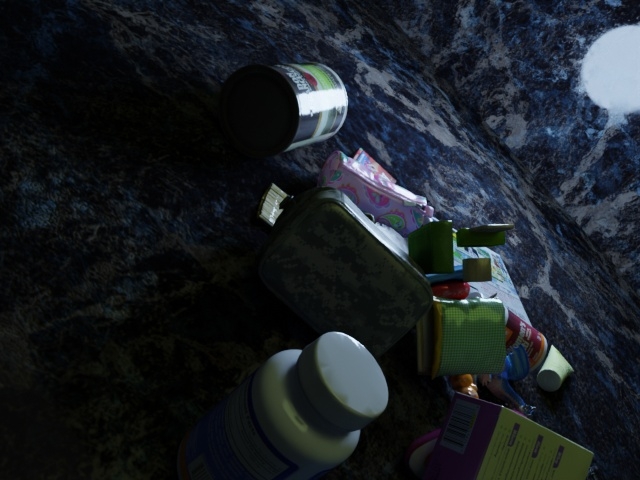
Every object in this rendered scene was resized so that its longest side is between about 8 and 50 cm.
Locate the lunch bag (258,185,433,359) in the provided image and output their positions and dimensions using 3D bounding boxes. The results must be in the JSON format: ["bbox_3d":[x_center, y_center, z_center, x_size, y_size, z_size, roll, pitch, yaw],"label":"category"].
[{"bbox_3d":[0.043,0.047,1.232,0.305,0.212,0.256,42,12,-13],"label":"lunch bag"}]

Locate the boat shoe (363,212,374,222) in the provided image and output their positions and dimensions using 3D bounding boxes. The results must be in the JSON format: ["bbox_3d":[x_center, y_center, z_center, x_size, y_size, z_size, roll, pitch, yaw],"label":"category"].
[{"bbox_3d":[0.097,-0.031,1.511,0.068,0.072,0.190,41,16,-2],"label":"boat shoe"}]

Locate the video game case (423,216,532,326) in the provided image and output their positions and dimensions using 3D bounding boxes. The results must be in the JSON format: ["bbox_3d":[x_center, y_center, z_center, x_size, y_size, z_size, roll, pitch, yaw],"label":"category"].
[{"bbox_3d":[0.443,0.097,1.863,0.329,0.036,0.300,26,35,-30],"label":"video game case"}]

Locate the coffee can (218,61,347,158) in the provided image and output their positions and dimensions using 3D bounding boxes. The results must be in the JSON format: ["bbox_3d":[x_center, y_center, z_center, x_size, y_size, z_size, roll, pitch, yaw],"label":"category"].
[{"bbox_3d":[-0.080,-0.311,1.529,0.201,0.201,0.275,48,29,5],"label":"coffee can"}]

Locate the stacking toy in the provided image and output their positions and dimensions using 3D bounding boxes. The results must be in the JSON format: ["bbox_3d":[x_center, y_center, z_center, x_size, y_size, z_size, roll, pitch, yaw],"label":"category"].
[{"bbox_3d":[0.271,0.216,1.400,0.166,0.175,0.301,-13,75,-9],"label":"stacking toy"}]

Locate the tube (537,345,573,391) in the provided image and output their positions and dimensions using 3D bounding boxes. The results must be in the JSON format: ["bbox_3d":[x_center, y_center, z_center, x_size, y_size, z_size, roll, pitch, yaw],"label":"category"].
[{"bbox_3d":[0.642,0.347,1.785,0.240,0.062,0.070,-8,99,-61],"label":"tube"}]

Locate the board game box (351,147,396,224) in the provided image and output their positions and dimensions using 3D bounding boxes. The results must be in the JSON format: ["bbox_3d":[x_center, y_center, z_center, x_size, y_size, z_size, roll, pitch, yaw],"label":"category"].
[{"bbox_3d":[0.125,-0.152,1.775,0.145,0.027,0.281,43,29,-8],"label":"board game box"}]

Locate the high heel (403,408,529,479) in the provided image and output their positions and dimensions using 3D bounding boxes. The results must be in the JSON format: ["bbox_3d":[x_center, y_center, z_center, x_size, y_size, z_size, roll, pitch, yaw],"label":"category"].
[{"bbox_3d":[0.276,0.389,1.262,0.377,0.127,0.181,12,2,-31],"label":"high heel"}]

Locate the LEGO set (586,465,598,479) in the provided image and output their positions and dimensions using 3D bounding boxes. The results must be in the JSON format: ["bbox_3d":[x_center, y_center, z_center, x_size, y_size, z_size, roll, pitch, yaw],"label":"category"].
[{"bbox_3d":[0.521,0.564,1.210,0.255,0.192,0.331,1,51,-52],"label":"LEGO set"}]

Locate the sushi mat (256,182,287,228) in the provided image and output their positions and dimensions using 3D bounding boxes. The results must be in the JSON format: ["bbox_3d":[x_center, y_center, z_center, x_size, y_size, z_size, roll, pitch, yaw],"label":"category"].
[{"bbox_3d":[0.000,0.000,1.429,0.316,0.019,0.151,37,31,-16],"label":"sushi mat"}]

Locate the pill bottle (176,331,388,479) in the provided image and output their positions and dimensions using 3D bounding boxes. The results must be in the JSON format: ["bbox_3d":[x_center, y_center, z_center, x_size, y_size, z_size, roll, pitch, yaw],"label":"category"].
[{"bbox_3d":[-0.047,0.231,0.814,0.152,0.272,0.152,33,31,-23],"label":"pill bottle"}]

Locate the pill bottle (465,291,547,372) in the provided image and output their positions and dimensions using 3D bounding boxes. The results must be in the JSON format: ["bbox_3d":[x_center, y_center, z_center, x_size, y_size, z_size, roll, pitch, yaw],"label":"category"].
[{"bbox_3d":[0.437,0.225,1.603,0.221,0.121,0.121,35,31,-18],"label":"pill bottle"}]

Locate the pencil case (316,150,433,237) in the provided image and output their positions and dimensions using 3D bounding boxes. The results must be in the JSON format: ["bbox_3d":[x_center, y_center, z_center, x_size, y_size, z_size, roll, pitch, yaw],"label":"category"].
[{"bbox_3d":[0.131,-0.110,1.598,0.284,0.124,0.124,26,33,-15],"label":"pencil case"}]

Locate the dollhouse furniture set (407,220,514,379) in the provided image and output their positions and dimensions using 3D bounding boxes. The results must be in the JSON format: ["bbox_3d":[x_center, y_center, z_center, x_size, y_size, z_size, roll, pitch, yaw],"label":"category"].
[{"bbox_3d":[0.288,0.120,1.272,0.198,0.151,0.301,0,84,-11],"label":"dollhouse furniture set"}]

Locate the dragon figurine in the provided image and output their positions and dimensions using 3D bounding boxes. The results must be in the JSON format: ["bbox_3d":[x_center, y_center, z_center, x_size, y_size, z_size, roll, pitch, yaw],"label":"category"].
[{"bbox_3d":[0.411,0.276,1.485,0.144,0.085,0.289,19,60,-27],"label":"dragon figurine"}]

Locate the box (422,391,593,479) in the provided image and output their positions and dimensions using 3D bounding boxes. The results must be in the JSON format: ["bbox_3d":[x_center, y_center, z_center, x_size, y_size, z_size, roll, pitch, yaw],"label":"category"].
[{"bbox_3d":[0.308,0.405,1.102,0.243,0.117,0.213,29,77,-25],"label":"box"}]
